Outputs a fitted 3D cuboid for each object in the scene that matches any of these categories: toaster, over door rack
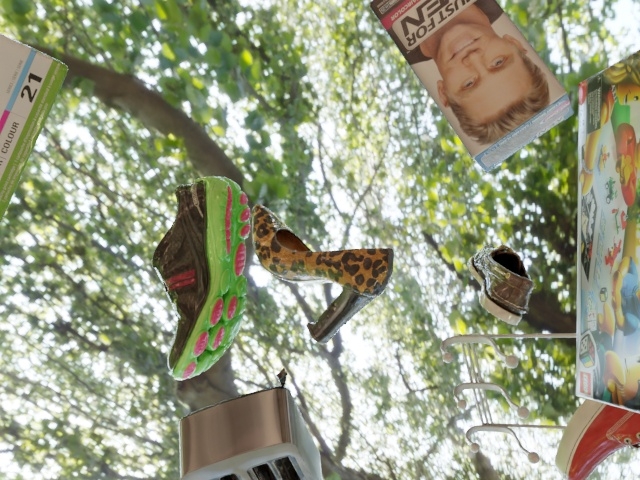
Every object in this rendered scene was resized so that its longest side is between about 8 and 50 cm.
[{"bbox_3d":[-0.095,0.295,0.977,0.168,0.186,0.110,-18,-144,2],"label":"toaster"},{"bbox_3d":[0.388,0.258,1.215,0.324,0.240,0.108,-11,-152,17],"label":"over door rack"}]

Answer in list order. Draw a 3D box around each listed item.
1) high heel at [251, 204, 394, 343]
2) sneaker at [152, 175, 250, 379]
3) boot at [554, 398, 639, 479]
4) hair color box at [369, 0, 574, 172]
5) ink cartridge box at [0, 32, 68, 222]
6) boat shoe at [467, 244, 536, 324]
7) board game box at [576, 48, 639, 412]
[{"bbox_3d":[0.000,0.000,1.069,0.186,0.093,0.261,-48,-118,29],"label":"high heel"},{"bbox_3d":[-0.292,0.088,1.687,0.202,0.185,0.483,8,-91,28],"label":"sneaker"},{"bbox_3d":[0.438,0.260,0.936,0.176,0.088,0.244,40,-78,39],"label":"boot"},{"bbox_3d":[0.245,-0.306,1.181,0.174,0.105,0.347,-36,-112,16],"label":"hair color box"},{"bbox_3d":[-0.395,-0.133,0.645,0.097,0.255,0.189,27,-87,59],"label":"ink cartridge box"},{"bbox_3d":[0.385,0.068,1.495,0.116,0.324,0.097,27,-72,-1],"label":"boat shoe"},{"bbox_3d":[0.283,-0.009,0.592,0.053,0.193,0.306,3,-95,-8],"label":"board game box"}]
